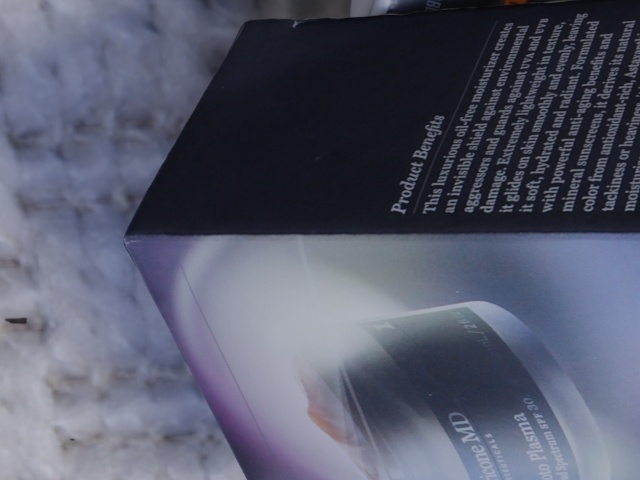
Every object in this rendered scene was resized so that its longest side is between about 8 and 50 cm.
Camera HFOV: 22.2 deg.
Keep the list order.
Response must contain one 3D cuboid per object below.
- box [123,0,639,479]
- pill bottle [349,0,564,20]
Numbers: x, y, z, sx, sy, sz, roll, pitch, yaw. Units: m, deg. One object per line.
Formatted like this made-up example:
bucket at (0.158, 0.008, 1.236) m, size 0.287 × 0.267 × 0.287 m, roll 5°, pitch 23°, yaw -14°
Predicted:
box at (0.106, 0.048, 0.810) m, size 0.294 × 0.183 × 0.296 m, roll 0°, pitch 133°, yaw 27°
pill bottle at (0.147, -0.132, 0.878) m, size 0.245 × 0.130 × 0.130 m, roll 11°, pitch 116°, yaw -9°
